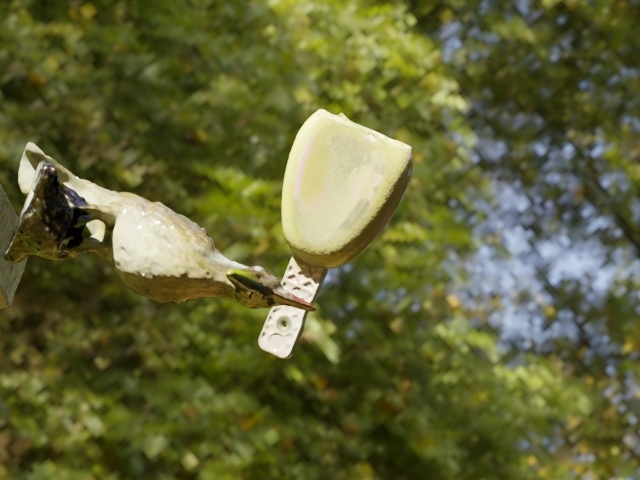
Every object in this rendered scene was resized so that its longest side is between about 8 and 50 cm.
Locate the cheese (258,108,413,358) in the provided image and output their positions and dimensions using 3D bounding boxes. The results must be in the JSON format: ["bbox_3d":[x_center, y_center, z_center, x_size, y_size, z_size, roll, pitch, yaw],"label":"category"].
[{"bbox_3d":[0.000,0.000,1.394,0.097,0.192,0.037,23,6,17],"label":"cheese"}]

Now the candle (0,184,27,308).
[{"bbox_3d":[-0.297,-0.010,1.348,0.168,0.068,0.192,26,-38,-16],"label":"candle"}]

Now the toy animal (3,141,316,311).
[{"bbox_3d":[-0.096,0.000,1.034,0.202,0.070,0.105,21,16,7],"label":"toy animal"}]
